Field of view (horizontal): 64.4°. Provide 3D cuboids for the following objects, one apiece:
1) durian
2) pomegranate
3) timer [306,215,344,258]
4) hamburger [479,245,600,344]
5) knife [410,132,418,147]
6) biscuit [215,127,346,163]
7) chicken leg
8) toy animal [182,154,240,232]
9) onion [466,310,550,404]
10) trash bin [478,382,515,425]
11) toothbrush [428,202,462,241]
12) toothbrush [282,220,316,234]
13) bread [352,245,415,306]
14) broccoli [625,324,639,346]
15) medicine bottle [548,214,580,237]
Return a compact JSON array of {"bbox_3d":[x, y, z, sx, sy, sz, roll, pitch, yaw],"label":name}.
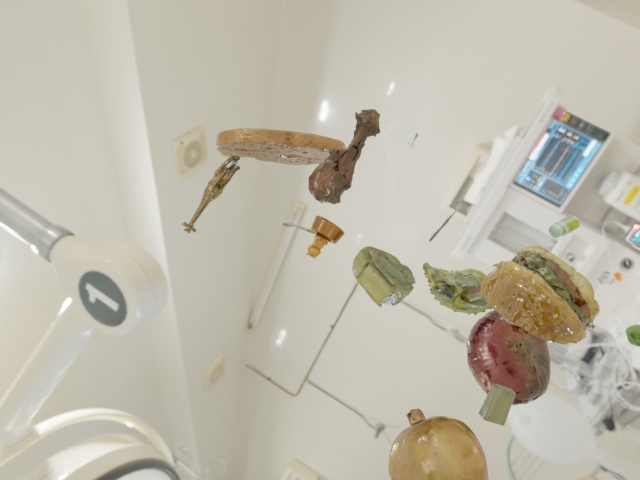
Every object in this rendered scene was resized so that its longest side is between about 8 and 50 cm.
[{"bbox_3d":[0.512,0.170,1.847,0.166,0.306,0.172,57,-126,-68],"label":"durian"},{"bbox_3d":[0.293,0.564,1.310,0.252,0.229,0.270,122,140,-53],"label":"pomegranate"},{"bbox_3d":[0.000,0.000,1.958,0.152,0.132,0.132,-58,-10,-6],"label":"timer"},{"bbox_3d":[0.614,0.131,1.448,0.162,0.330,0.209,-30,-47,-29],"label":"hamburger"},{"bbox_3d":[0.367,-0.389,1.982,0.091,0.014,0.005,103,176,-62],"label":"knife"},{"bbox_3d":[-0.124,-0.317,1.723,0.350,0.455,0.078,8,94,62],"label":"biscuit"},{"bbox_3d":[0.075,-0.232,1.406,0.304,0.113,0.093,-56,11,-8],"label":"chicken leg"},{"bbox_3d":[-0.331,-0.146,1.554,0.275,0.054,0.149,-52,21,3],"label":"toy animal"},{"bbox_3d":[0.668,0.433,1.876,0.347,0.347,0.285,-53,9,-35],"label":"onion"},{"bbox_3d":[0.460,0.425,1.322,0.043,0.061,0.092,-123,52,-77],"label":"trash bin"},{"bbox_3d":[0.469,-0.068,1.911,0.193,0.013,0.019,-49,15,-5],"label":"toothbrush"},{"bbox_3d":[-0.044,-0.039,2.233,0.024,0.288,0.021,-29,54,44],"label":"toothbrush"},{"bbox_3d":[0.231,0.133,1.951,0.186,0.257,0.124,-29,-23,-51],"label":"bread"},{"bbox_3d":[0.746,0.220,1.078,0.194,0.219,0.194,-32,13,8],"label":"broccoli"},{"bbox_3d":[0.730,-0.041,1.522,0.083,0.047,0.047,-25,-22,-16],"label":"medicine bottle"}]
